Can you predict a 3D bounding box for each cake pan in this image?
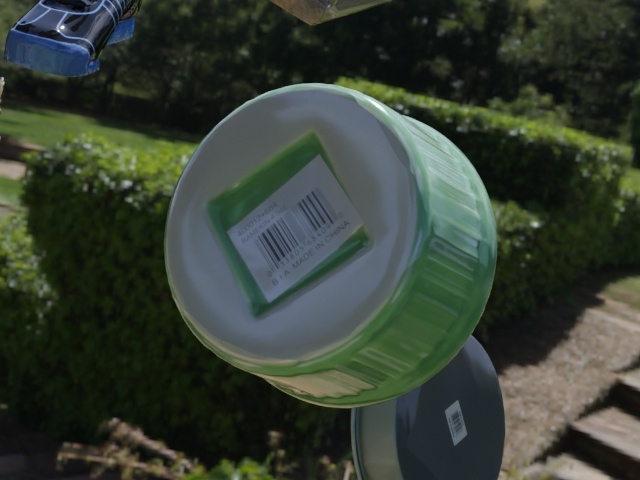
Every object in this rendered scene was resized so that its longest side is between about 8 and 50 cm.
[{"bbox_3d":[0.150,0.237,1.333,0.054,0.293,0.293,-7,-6,40],"label":"cake pan"}]

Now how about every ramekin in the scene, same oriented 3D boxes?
[{"bbox_3d":[0.000,0.000,0.985,0.303,0.303,0.148,15,-6,29],"label":"ramekin"}]

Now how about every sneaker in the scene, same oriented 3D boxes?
[{"bbox_3d":[-0.208,-0.209,0.899,0.081,0.090,0.232,14,24,-1],"label":"sneaker"}]

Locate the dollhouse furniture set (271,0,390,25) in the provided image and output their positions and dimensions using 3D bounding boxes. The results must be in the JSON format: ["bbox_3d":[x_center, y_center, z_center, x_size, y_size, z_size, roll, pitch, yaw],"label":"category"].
[{"bbox_3d":[-0.078,-0.371,0.737,0.394,0.256,0.362,33,25,8],"label":"dollhouse furniture set"}]

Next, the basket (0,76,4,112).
[{"bbox_3d":[-0.583,-0.100,1.394,0.223,0.299,0.213,-12,-19,33],"label":"basket"}]
